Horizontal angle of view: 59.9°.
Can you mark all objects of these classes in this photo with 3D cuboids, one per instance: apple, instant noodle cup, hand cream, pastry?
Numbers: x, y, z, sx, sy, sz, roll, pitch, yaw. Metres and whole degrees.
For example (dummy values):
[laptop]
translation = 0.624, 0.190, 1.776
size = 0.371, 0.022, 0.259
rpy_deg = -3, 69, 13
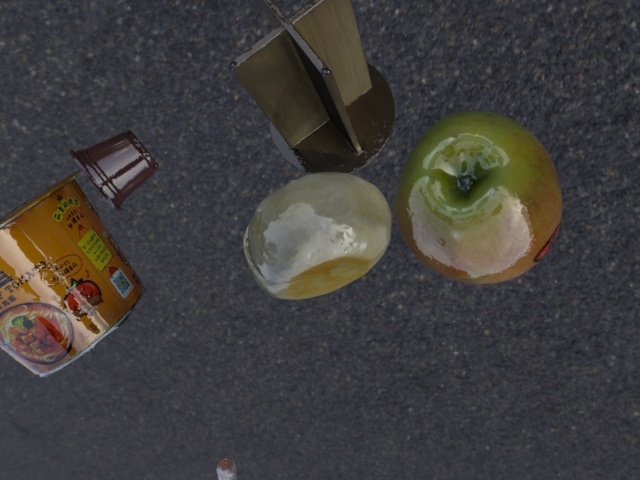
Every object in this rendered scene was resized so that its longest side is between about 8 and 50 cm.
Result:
[apple]
translation = 0.318, -0.088, 1.116
size = 0.338, 0.339, 0.305
rpy_deg = 0, 155, 21
[instant noodle cup]
translation = -0.330, 0.045, 0.667
size = 0.215, 0.216, 0.172
rpy_deg = -20, 114, 35
[hand cream]
translation = -0.218, 0.563, 1.306
size = 0.043, 0.067, 0.210
rpy_deg = 24, 139, 15
[pastry]
translation = 0.000, 0.000, 0.564
size = 0.156, 0.092, 0.156
rpy_deg = -14, 158, -6

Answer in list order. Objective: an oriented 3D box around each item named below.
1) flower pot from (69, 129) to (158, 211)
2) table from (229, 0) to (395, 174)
[flower pot]
translation = -0.294, -0.111, 0.812
size = 0.111, 0.089, 0.111
rpy_deg = 49, 168, 14
[table]
translation = -0.008, -0.181, 0.617
size = 0.167, 0.167, 0.226
rpy_deg = 8, 172, 14
